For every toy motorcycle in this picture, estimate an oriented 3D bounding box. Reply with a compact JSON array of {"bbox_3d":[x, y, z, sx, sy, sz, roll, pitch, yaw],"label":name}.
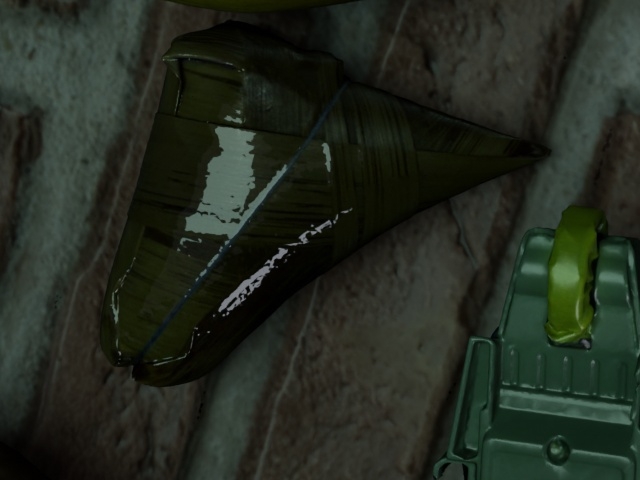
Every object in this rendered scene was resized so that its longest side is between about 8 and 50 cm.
[{"bbox_3d":[0.187,0.127,1.363,0.191,0.200,0.326,7,103,18],"label":"toy motorcycle"}]

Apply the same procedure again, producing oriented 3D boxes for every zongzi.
[{"bbox_3d":[0.000,0.000,1.468,0.300,0.138,0.286,16,98,5],"label":"zongzi"}]

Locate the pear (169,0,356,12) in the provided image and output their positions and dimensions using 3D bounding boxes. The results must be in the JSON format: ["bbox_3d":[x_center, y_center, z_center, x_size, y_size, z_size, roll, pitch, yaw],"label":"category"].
[{"bbox_3d":[-0.026,-0.297,1.400,0.375,0.287,0.287,20,99,5],"label":"pear"}]

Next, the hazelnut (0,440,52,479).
[{"bbox_3d":[-0.330,0.344,1.470,0.353,0.421,0.420,-25,78,66],"label":"hazelnut"}]
